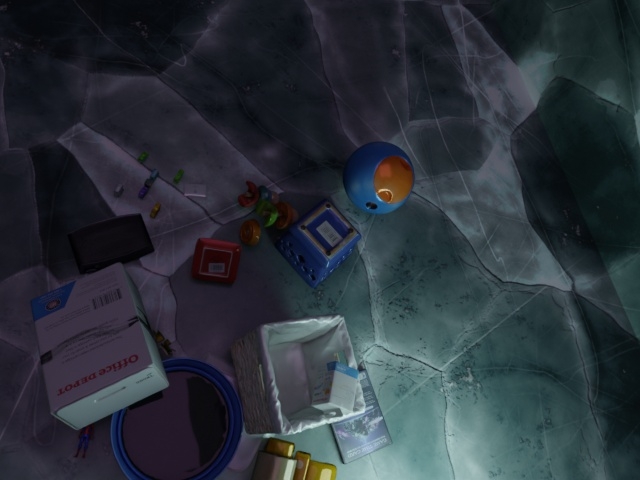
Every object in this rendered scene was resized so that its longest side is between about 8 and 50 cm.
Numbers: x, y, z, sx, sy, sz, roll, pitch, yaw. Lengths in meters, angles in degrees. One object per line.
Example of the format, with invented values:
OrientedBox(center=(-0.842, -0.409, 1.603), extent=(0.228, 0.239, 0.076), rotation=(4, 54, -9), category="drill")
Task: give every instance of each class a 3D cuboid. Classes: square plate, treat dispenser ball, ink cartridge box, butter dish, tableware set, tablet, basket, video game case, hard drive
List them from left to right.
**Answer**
OrientedBox(center=(-0.655, 0.304, 1.508), extent=(0.285, 0.166, 0.395), rotation=(-24, 55, -12), category="ink cartridge box")
OrientedBox(center=(-0.726, 0.001, 1.765), extent=(0.254, 0.054, 0.172), rotation=(-19, 76, -23), category="hard drive")
OrientedBox(center=(-0.509, 0.327, 1.654), extent=(0.024, 0.154, 0.104), rotation=(-38, 86, -15), category="tableware set")
OrientedBox(center=(-0.479, -0.193, 1.947), extent=(0.083, 0.006, 0.054), rotation=(2, 69, -16), category="tablet")
OrientedBox(center=(-0.375, 0.059, 1.827), extent=(0.160, 0.118, 0.160), rotation=(9, 107, -16), category="butter dish")
OrientedBox(center=(-0.308, 0.593, 1.671), extent=(0.343, 0.049, 0.347), rotation=(30, 63, -5), category="square plate")
OrientedBox(center=(-0.084, 0.436, 1.640), extent=(0.331, 0.266, 0.329), rotation=(-1, 69, -37), category="basket")
OrientedBox(center=(0.042, 0.443, 1.492), extent=(0.089, 0.092, 0.143), rotation=(29, 54, -24), category="ink cartridge box")
OrientedBox(center=(0.123, 0.621, 1.811), extent=(0.195, 0.026, 0.275), rotation=(-14, 75, -22), category="video game case")
OrientedBox(center=(0.232, -0.250, 2.040), extent=(0.287, 0.288, 0.289), rotation=(6, 68, -15), category="treat dispenser ball")

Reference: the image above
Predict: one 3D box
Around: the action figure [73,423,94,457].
OrientedBox(center=(-0.717, 0.600, 1.551), extent=(0.038, 0.030, 0.115), rotation=(11, 65, -8), category="action figure")

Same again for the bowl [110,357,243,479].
OrientedBox(center=(-0.435, 0.562, 1.558), extent=(0.390, 0.077, 0.392), rotation=(8, 66, -20), category="bowl")

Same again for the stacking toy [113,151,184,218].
OrientedBox(center=(-0.634, -0.210, 1.884), extent=(0.166, 0.052, 0.221), rotation=(29, 62, -7), category="stacking toy")

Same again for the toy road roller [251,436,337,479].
OrientedBox(center=(-0.076, 0.725, 1.538), extent=(0.240, 0.330, 0.203), rotation=(12, 71, 5), category="toy road roller")

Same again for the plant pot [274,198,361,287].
OrientedBox(center=(0.000, 0.000, 1.911), extent=(0.236, 0.212, 0.236), rotation=(-40, 85, -27), category="plant pot")

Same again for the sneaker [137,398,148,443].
OrientedBox(center=(-0.572, 0.560, 1.597), extent=(0.082, 0.069, 0.210), rotation=(-12, 75, -2), category="sneaker")

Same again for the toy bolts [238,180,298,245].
OrientedBox(center=(-0.207, -0.101, 1.939), extent=(0.158, 0.218, 0.229), rotation=(5, 44, -44), category="toy bolts")
